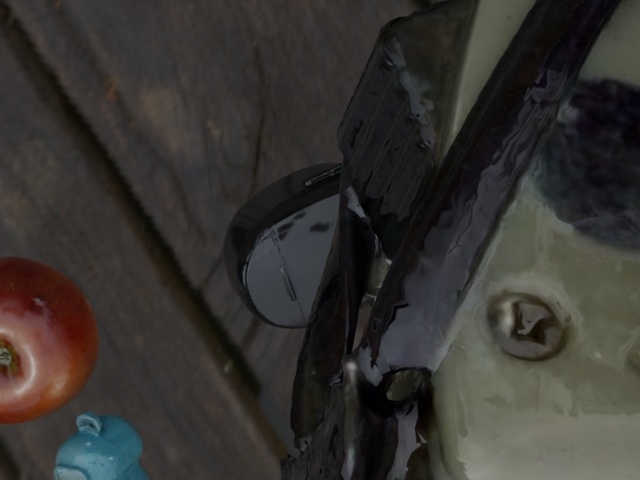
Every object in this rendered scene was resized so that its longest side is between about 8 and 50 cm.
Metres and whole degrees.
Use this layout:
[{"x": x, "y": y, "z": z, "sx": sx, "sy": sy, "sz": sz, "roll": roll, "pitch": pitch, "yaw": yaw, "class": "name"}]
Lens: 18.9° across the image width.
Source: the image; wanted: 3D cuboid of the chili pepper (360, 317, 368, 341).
[{"x": 0.123, "y": 0.065, "z": 1.982, "sx": 0.253, "sy": 0.136, "sz": 0.144, "roll": -35, "pitch": 95, "yaw": -6, "class": "chili pepper"}]

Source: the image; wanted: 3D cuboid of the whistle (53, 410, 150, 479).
[{"x": -0.199, "y": 0.283, "z": 1.840, "sx": 0.186, "sy": 0.093, "sz": 0.274, "roll": 7, "pitch": 119, "yaw": 29, "class": "whistle"}]

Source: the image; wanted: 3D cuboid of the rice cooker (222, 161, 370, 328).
[{"x": 0.001, "y": 0.000, "z": 1.864, "sx": 0.203, "sy": 0.118, "sz": 0.142, "roll": -26, "pitch": 116, "yaw": -19, "class": "rice cooker"}]

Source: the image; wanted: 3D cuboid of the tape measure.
[{"x": 0.109, "y": -0.014, "z": 0.585, "sx": 0.271, "sy": 0.231, "sz": 0.133, "roll": 0, "pitch": 152, "yaw": -13, "class": "tape measure"}]

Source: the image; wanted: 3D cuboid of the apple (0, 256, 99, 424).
[{"x": -0.295, "y": 0.098, "z": 1.856, "sx": 0.163, "sy": 0.139, "sz": 0.163, "roll": 1, "pitch": 112, "yaw": 3, "class": "apple"}]
